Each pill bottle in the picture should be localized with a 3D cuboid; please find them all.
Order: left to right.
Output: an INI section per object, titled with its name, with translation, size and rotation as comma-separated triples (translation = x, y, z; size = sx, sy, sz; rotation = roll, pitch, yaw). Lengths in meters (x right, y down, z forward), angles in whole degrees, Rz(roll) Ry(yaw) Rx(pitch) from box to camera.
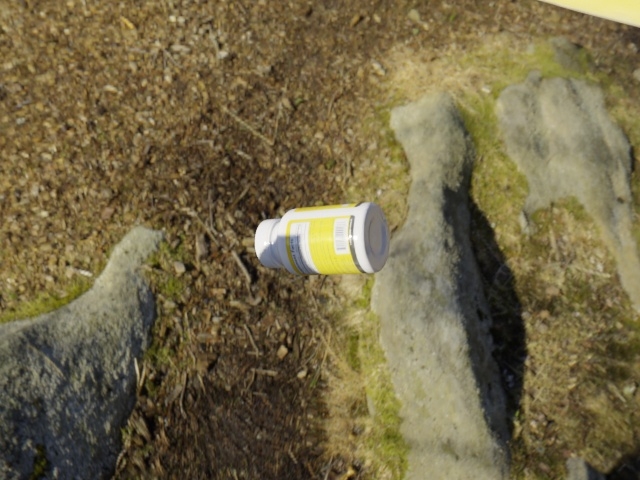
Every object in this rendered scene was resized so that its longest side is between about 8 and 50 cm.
[pill bottle]
translation = 0.000, 0.000, 0.605
size = 0.116, 0.065, 0.065
rotation = -3, 46, 28

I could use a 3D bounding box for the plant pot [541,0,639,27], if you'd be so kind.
[plant pot]
translation = 0.194, -0.211, 0.274
size = 0.254, 0.239, 0.254
rotation = 10, 25, -5
